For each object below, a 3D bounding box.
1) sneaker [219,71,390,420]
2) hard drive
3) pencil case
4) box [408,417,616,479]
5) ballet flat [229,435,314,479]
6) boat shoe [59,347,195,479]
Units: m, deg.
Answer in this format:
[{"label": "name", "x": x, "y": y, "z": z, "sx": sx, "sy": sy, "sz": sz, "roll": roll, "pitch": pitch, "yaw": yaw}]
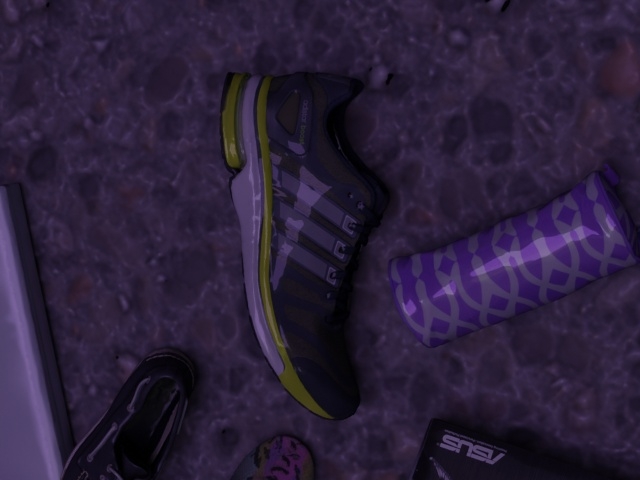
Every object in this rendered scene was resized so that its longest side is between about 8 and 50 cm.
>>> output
[{"label": "sneaker", "x": 0.000, "y": 0.000, "z": 1.297, "sx": 0.121, "sy": 0.111, "sz": 0.300, "roll": -10, "pitch": 95, "yaw": 13}, {"label": "hard drive", "x": -0.338, "y": 0.117, "z": 1.442, "sx": 0.203, "sy": 0.040, "sz": 0.307, "roll": -11, "pitch": 93, "yaw": 17}, {"label": "pencil case", "x": 0.155, "y": 0.012, "z": 1.263, "sx": 0.206, "sy": 0.086, "sz": 0.088, "roll": -24, "pitch": 54, "yaw": 15}, {"label": "box", "x": 0.169, "y": 0.265, "z": 1.268, "sx": 0.231, "sy": 0.056, "sz": 0.183, "roll": 18, "pitch": 80, "yaw": 15}, {"label": "ballet flat", "x": -0.080, "y": 0.268, "z": 1.359, "sx": 0.077, "sy": 0.079, "sz": 0.221, "roll": 37, "pitch": 104, "yaw": 11}, {"label": "boat shoe", "x": -0.173, "y": 0.190, "z": 1.370, "sx": 0.075, "sy": 0.065, "sz": 0.206, "roll": 28, "pitch": 96, "yaw": -10}]
